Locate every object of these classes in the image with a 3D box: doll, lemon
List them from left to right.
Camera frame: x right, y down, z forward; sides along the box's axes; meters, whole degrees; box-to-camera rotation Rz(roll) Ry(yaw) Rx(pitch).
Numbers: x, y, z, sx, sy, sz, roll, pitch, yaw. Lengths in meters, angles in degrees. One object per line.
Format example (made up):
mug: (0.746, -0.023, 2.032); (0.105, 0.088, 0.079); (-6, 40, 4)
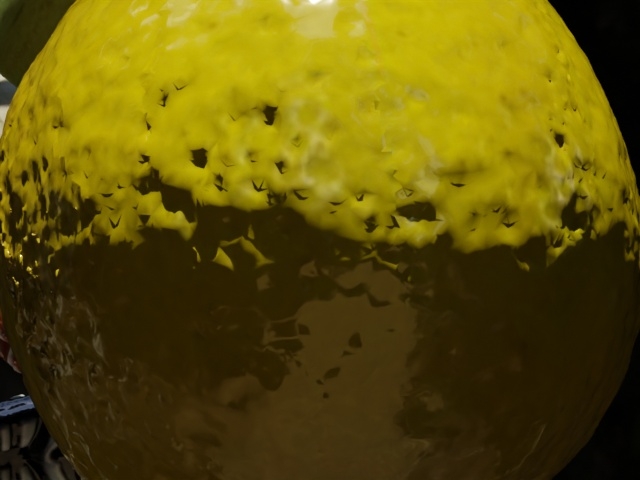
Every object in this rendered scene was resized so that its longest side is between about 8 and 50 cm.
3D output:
doll: (-0.090, 0.095, 1.017); (0.219, 0.067, 0.091); (-10, -55, -21)
lemon: (0.000, -0.001, 0.746); (0.293, 0.293, 0.293); (-15, -12, -3)

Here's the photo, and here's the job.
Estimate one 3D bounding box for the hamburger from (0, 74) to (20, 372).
hamburger: (-0.246, -0.033, 1.250); (0.151, 0.227, 0.295); (-33, 32, -25)

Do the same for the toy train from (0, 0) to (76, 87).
toy train: (-0.076, -0.202, 0.895); (0.126, 0.189, 0.307); (13, -61, -46)
